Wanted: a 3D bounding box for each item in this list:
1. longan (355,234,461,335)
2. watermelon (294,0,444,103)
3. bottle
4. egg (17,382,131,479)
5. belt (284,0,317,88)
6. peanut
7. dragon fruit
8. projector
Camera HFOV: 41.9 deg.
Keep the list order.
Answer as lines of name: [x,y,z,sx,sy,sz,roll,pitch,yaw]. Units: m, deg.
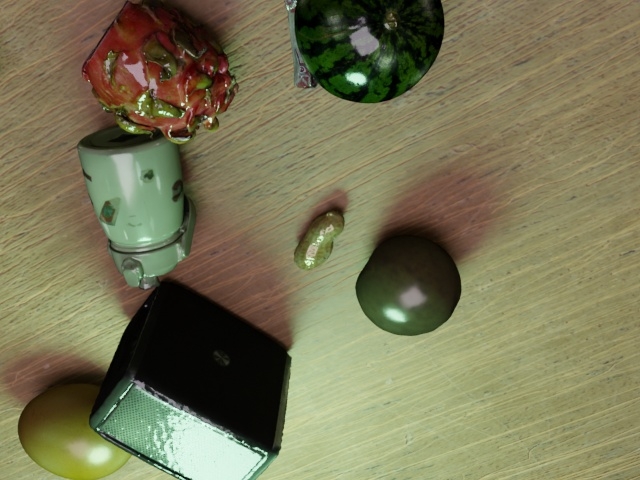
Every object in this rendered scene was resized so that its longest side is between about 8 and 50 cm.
longan: [0.196,0.103,1.917,0.248,0.248,0.248,2,122,4]
watermelon: [0.089,-0.402,1.571,0.285,0.285,0.285,2,122,4]
bottle: [-0.390,-0.071,1.848,0.229,0.229,0.351,-4,115,8]
egg: [-0.644,0.504,2.221,0.323,0.250,0.250,10,123,11]
belt: [-0.036,-0.424,1.691,0.053,0.071,0.232,0,119,13]
peanut: [0.000,0.000,1.948,0.080,0.080,0.174,28,118,-12]
dragon fruit: [-0.313,-0.326,1.676,0.291,0.250,0.269,32,121,-24]
projector: [-0.304,0.354,2.008,0.405,0.395,0.242,32,119,-16]
